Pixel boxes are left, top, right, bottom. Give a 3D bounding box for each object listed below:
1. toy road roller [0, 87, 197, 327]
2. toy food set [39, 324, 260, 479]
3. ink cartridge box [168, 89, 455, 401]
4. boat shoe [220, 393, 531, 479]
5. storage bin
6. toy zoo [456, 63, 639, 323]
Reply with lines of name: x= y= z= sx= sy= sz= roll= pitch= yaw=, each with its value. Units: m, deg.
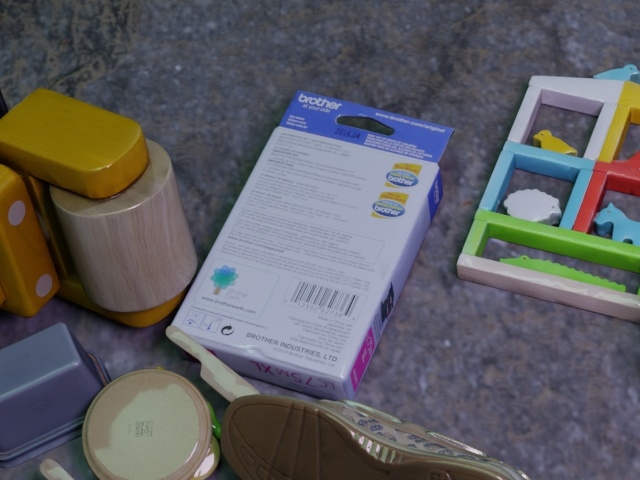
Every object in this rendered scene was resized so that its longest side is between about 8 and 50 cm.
toy road roller: x=-0.307 y=-0.005 z=1.475 sx=0.330 sy=0.202 sz=0.240 roll=18 pitch=50 yaw=29
toy food set: x=-0.157 y=0.183 z=1.437 sx=0.132 sy=0.038 sz=0.192 roll=39 pitch=77 yaw=20
ink cartridge box: x=0.000 y=0.000 z=1.532 sx=0.186 sy=0.065 sz=0.311 roll=14 pitch=62 yaw=20
boat shoe: x=0.048 y=0.203 z=1.372 sx=0.285 sy=0.089 sz=0.104 roll=18 pitch=102 yaw=19
storage bin: x=-0.273 y=0.135 z=1.468 sx=0.135 sy=0.091 sz=0.098 roll=-24 pitch=55 yaw=-8
toy zoo: x=0.273 y=-0.064 z=1.547 sx=0.192 sy=0.030 sz=0.293 roll=15 pitch=59 yaw=19
